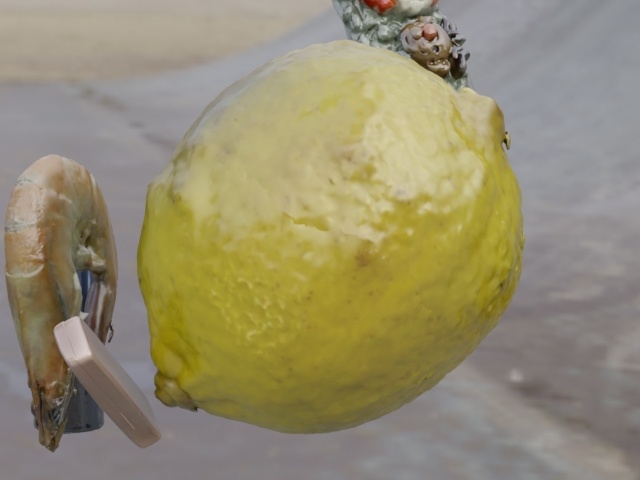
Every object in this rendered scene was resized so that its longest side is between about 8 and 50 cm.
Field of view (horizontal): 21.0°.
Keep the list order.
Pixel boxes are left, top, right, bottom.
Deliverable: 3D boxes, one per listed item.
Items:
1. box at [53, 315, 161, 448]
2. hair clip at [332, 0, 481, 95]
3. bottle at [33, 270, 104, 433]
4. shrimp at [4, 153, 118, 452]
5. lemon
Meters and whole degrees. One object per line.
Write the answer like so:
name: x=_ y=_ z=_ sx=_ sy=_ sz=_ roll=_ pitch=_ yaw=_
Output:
box: x=-0.152 y=0.103 z=1.234 sx=0.025 sy=0.115 sz=0.048 roll=-29 pitch=45 yaw=4
hair clip: x=0.110 y=-0.168 z=1.779 sx=0.138 sy=0.321 sz=0.091 roll=-3 pitch=-29 yaw=-32
bottle: x=-0.256 y=0.068 z=1.727 sx=0.082 sy=0.244 sz=0.072 roll=1 pitch=8 yaw=-5
shrimp: x=-0.203 y=0.049 z=1.373 sx=0.053 sy=0.236 sz=0.133 roll=-3 pitch=-1 yaw=20
lemon: x=0.000 y=0.000 z=1.261 sx=0.322 sy=0.268 sz=0.268 roll=-33 pitch=14 yaw=2
